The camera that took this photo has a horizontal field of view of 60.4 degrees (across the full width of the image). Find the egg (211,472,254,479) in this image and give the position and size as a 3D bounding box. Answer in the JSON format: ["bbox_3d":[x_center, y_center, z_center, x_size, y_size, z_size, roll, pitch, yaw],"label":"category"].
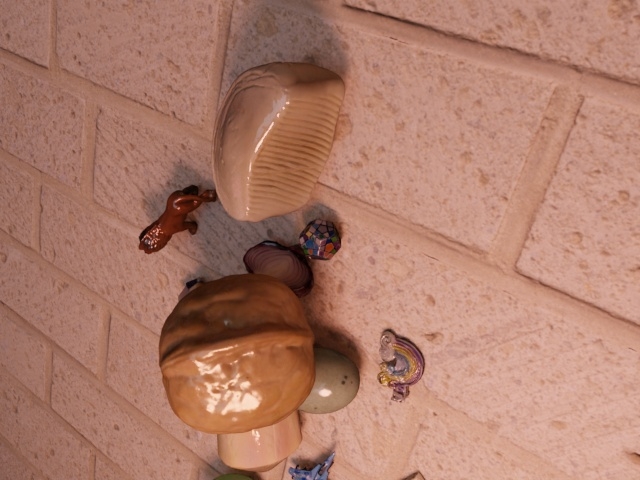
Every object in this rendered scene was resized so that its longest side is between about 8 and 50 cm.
[{"bbox_3d":[-0.283,0.845,1.710,0.269,0.220,0.220,-38,82,45],"label":"egg"}]

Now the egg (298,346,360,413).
[{"bbox_3d":[-0.008,0.360,1.420,0.236,0.169,0.169,-5,101,34],"label":"egg"}]

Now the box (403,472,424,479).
[{"bbox_3d":[0.219,0.709,1.455,0.122,0.032,0.220,52,124,9],"label":"box"}]

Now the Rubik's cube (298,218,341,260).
[{"bbox_3d":[0.000,0.000,1.358,0.111,0.111,0.093,40,146,18],"label":"Rubik's cube"}]

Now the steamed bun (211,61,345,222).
[{"bbox_3d":[-0.124,-0.248,1.280,0.236,0.247,0.384,43,129,29],"label":"steamed bun"}]

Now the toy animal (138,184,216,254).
[{"bbox_3d":[-0.418,-0.065,1.577,0.097,0.157,0.312,50,125,10],"label":"toy animal"}]

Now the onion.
[{"bbox_3d":[-0.097,0.082,1.447,0.206,0.151,0.098,35,155,30],"label":"onion"}]

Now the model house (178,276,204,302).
[{"bbox_3d":[-0.366,0.169,1.663,0.100,0.087,0.100,-58,36,7],"label":"model house"}]

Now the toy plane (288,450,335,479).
[{"bbox_3d":[-0.005,0.674,1.569,0.169,0.078,0.246,36,114,20],"label":"toy plane"}]

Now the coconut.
[{"bbox_3d":[-0.170,0.526,1.538,0.239,0.239,0.244,1,100,33],"label":"coconut"}]

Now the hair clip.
[{"bbox_3d":[0.198,0.311,1.352,0.116,0.049,0.172,4,98,19],"label":"hair clip"}]

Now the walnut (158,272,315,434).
[{"bbox_3d":[-0.194,0.260,1.274,0.381,0.381,0.381,10,109,31],"label":"walnut"}]
